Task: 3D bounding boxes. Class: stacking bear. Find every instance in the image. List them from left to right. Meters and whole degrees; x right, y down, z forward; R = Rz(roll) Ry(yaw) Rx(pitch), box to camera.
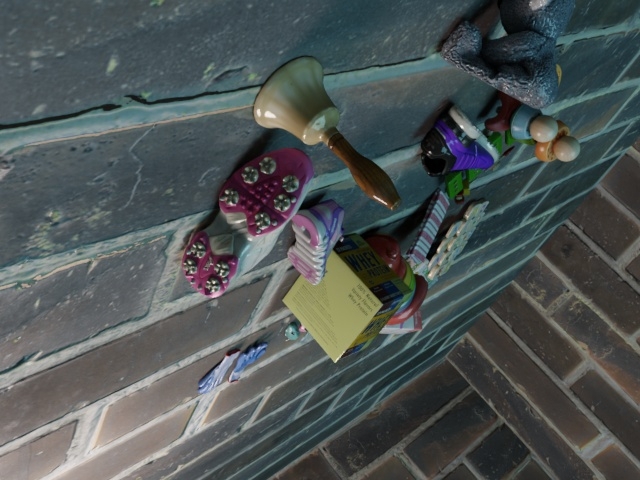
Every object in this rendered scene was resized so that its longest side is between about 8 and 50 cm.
[{"bbox_3d":[0.161,0.085,1.773,0.289,0.175,0.164,66,40,-56],"label":"stacking bear"}]

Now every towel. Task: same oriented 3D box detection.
[{"bbox_3d":[0.285,-0.036,1.866,0.197,0.029,0.144,-65,160,-3],"label":"towel"}]

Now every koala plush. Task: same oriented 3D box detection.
[{"bbox_3d":[0.365,-0.366,1.227,0.196,0.203,0.221,-3,125,-60],"label":"koala plush"}]

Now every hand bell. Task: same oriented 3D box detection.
[{"bbox_3d":[0.029,-0.132,0.974,0.126,0.242,0.126,-36,158,-17],"label":"hand bell"}]

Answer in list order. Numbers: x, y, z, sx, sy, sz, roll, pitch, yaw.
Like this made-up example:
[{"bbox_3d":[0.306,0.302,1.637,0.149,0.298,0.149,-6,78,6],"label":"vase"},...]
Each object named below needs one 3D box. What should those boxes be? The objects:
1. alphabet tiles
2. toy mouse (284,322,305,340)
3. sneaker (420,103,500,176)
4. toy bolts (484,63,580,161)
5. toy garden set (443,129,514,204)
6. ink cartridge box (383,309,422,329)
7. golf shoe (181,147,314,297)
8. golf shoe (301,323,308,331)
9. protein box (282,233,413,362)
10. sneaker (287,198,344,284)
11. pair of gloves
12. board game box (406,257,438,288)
[{"bbox_3d":[0.431,-0.002,2.194,0.278,0.021,0.284,-17,138,-58],"label":"alphabet tiles"},{"bbox_3d":[-0.046,0.230,1.862,0.143,0.031,0.161,-51,158,24],"label":"toy mouse"},{"bbox_3d":[0.292,-0.196,1.544,0.146,0.102,0.293,-43,155,14],"label":"sneaker"},{"bbox_3d":[0.516,-0.288,1.605,0.228,0.158,0.219,-3,119,-44],"label":"toy bolts"},{"bbox_3d":[0.406,-0.205,1.794,0.244,0.049,0.204,-42,158,-2],"label":"toy garden set"},{"bbox_3d":[0.208,0.252,2.198,0.198,0.067,0.115,7,162,-36],"label":"ink cartridge box"},{"bbox_3d":[-0.105,-0.039,1.139,0.306,0.115,0.140,-46,171,28],"label":"golf shoe"},{"bbox_3d":[0.041,0.201,1.751,0.198,0.094,0.077,3,136,-9],"label":"golf shoe"},{"bbox_3d":[0.060,0.128,1.609,0.136,0.200,0.201,-14,145,-52],"label":"protein box"},{"bbox_3d":[0.000,0.000,1.412,0.104,0.095,0.236,-40,160,-27],"label":"sneaker"},{"bbox_3d":[-0.218,0.316,1.739,0.198,0.023,0.159,-12,144,-55],"label":"pair of gloves"},{"bbox_3d":[0.276,0.145,2.241,0.193,0.053,0.305,-43,159,2],"label":"board game box"}]
